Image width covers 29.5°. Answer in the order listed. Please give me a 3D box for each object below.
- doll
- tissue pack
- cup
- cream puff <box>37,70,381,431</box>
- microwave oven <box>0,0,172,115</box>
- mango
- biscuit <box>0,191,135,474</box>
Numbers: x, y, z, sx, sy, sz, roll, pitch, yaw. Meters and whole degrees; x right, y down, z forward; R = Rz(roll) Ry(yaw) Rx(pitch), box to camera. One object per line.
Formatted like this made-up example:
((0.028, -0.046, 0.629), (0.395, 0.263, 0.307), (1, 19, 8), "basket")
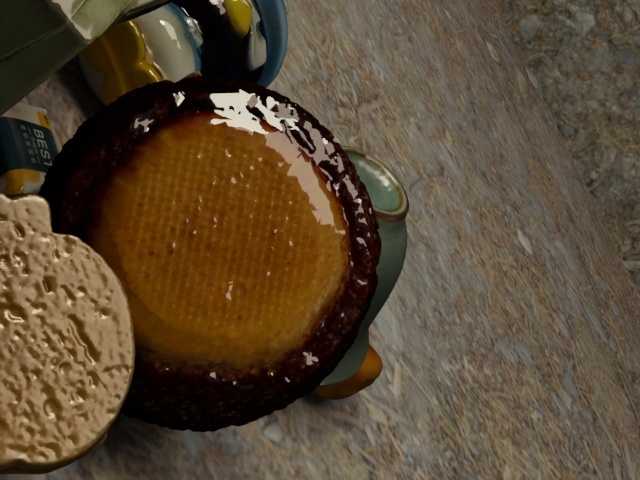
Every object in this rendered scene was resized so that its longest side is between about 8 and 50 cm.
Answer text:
((-0.112, -0.197, 1.100), (0.177, 0.141, 0.314), (67, 25, -18), "doll")
((-0.212, -0.055, 0.848), (0.062, 0.042, 0.083), (14, 51, -57), "tissue pack")
((0.000, 0.000, 1.015), (0.199, 0.150, 0.199), (28, 34, -21), "cup")
((-0.081, 0.009, 0.821), (0.239, 0.239, 0.165), (58, -14, -7), "cream puff")
((-0.208, -0.294, 0.761), (0.333, 0.247, 0.394), (48, 47, -25), "microwave oven")
((0.017, 0.110, 1.110), (0.114, 0.060, 0.080), (18, 31, -55), "mango")
((-0.189, 0.053, 0.682), (0.170, 0.050, 0.170), (9, 71, -27), "biscuit")
